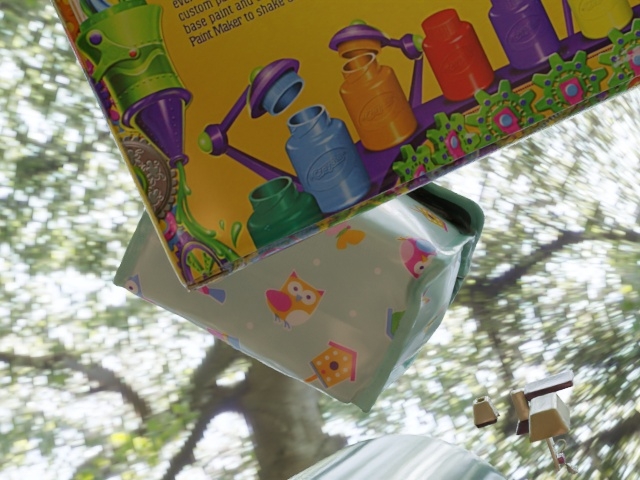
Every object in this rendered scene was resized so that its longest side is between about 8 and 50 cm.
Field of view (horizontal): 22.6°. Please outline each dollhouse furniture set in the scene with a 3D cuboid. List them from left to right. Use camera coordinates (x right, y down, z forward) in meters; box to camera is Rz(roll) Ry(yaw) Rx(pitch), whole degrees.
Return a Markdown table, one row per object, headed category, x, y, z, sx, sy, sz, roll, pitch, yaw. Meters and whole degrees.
| category | x | y | z | sx | sy | sz | roll | pitch | yaw |
| --- | --- | --- | --- | --- | --- | --- | --- | --- | --- |
| dollhouse furniture set | 0.172 | 0.168 | 1.285 | 0.091 | 0.114 | 0.081 | -18 | -84 | 11 |

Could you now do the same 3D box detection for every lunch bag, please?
| category | x | y | z | sx | sy | sz | roll | pitch | yaw |
| --- | --- | --- | --- | --- | --- | --- | --- | --- | --- |
| lunch bag | 0.000 | 0.000 | 1.230 | 0.223 | 0.262 | 0.160 | 28 | -74 | 9 |

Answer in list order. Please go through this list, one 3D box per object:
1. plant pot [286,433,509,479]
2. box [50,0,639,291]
| category | x | y | z | sx | sy | sz | roll | pitch | yaw |
| --- | --- | --- | --- | --- | --- | --- | --- | --- | --- |
| plant pot | 0.027 | 0.321 | 1.266 | 0.341 | 0.334 | 0.341 | 4 | -78 | 22 |
| box | 0.028 | -0.168 | 0.597 | 0.290 | 0.177 | 0.279 | -24 | -89 | -1 |
